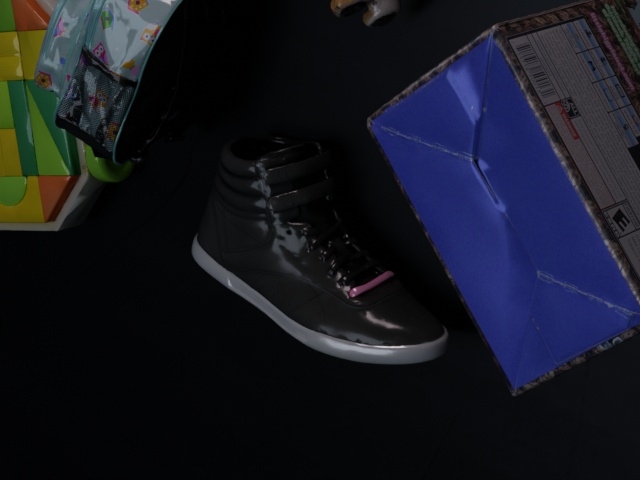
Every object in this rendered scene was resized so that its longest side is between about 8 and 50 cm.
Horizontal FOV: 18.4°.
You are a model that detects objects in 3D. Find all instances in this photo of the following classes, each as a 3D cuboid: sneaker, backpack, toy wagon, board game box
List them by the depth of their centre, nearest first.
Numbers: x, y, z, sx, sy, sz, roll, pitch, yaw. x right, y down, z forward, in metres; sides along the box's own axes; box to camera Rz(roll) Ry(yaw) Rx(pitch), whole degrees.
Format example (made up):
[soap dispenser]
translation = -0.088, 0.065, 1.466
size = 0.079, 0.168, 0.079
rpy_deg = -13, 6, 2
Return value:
[board game box]
translation = 0.216, -0.050, 1.467
size = 0.141, 0.291, 0.232
rpy_deg = -34, 81, 41
[sneaker]
translation = -0.001, 0.000, 1.781
size = 0.296, 0.104, 0.147
rpy_deg = 29, 125, 34
[backpack]
translation = -0.165, -0.188, 1.819
size = 0.144, 0.166, 0.188
rpy_deg = 39, 123, 12
[toy wagon]
translation = -0.319, -0.182, 2.011
size = 0.267, 0.068, 0.344
rpy_deg = 1, 104, 39

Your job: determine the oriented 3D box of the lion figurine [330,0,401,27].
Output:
[lion figurine]
translation = 0.061, -0.333, 1.633
size = 0.392, 0.142, 0.240
rpy_deg = -26, 78, 27
